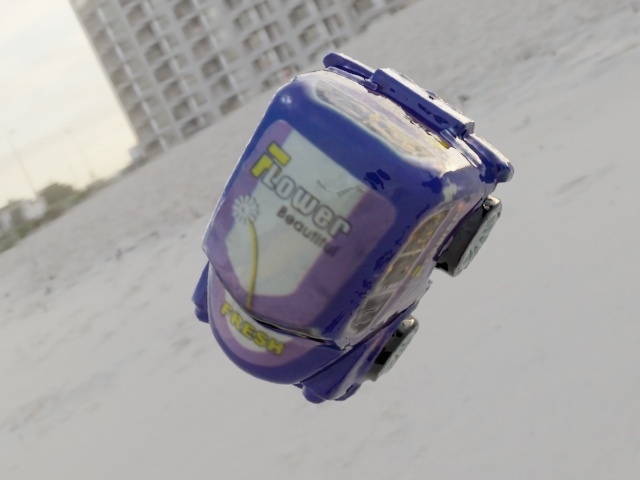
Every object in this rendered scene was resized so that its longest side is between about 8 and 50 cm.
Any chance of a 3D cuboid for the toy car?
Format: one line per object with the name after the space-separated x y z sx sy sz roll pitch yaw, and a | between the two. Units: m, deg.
0.000 0.000 0.818 0.235 0.172 0.158 -60 -15 18 | toy car
